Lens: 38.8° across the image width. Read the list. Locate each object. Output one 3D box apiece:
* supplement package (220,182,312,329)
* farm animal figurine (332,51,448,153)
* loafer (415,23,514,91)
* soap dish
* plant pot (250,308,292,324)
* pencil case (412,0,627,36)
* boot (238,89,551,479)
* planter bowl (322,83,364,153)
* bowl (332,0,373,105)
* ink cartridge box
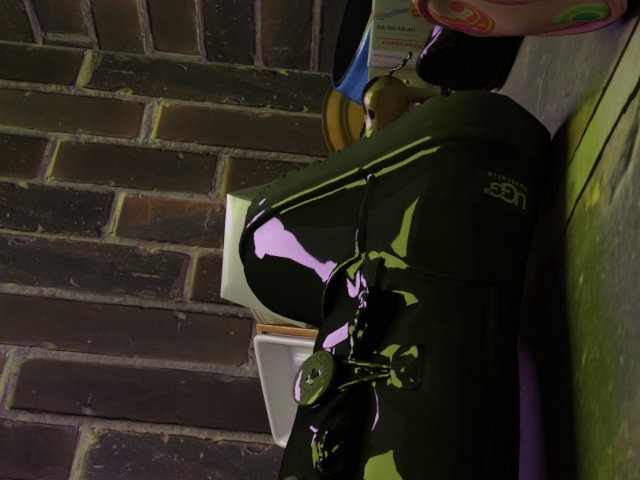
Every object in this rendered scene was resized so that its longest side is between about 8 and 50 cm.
[{"bbox_3d":[0.000,0.000,1.463,0.293,0.175,0.178,-19,-60,-54],"label":"supplement package"},{"bbox_3d":[0.068,-0.031,1.218,0.327,0.172,0.330,96,180,-55],"label":"farm animal figurine"},{"bbox_3d":[0.142,-0.200,0.799,0.220,0.080,0.078,113,173,-72],"label":"loafer"},{"bbox_3d":[-0.016,0.317,1.969,0.118,0.229,0.291,-22,-73,-45],"label":"soap dish"},{"bbox_3d":[0.002,0.110,2.189,0.305,0.333,0.334,-175,91,-78],"label":"plant pot"},{"bbox_3d":[0.120,-0.256,0.499,0.124,0.124,0.284,100,178,-87],"label":"pencil case"},{"bbox_3d":[0.006,0.158,0.650,0.367,0.146,0.445,-37,40,58],"label":"boot"},{"bbox_3d":[0.108,-0.243,1.879,0.217,0.090,0.217,9,-102,-48],"label":"planter bowl"},{"bbox_3d":[0.111,-0.447,1.705,0.391,0.077,0.391,-165,90,-80],"label":"bowl"},{"bbox_3d":[0.131,-0.329,1.432,0.061,0.104,0.181,95,180,-73],"label":"ink cartridge box"}]
